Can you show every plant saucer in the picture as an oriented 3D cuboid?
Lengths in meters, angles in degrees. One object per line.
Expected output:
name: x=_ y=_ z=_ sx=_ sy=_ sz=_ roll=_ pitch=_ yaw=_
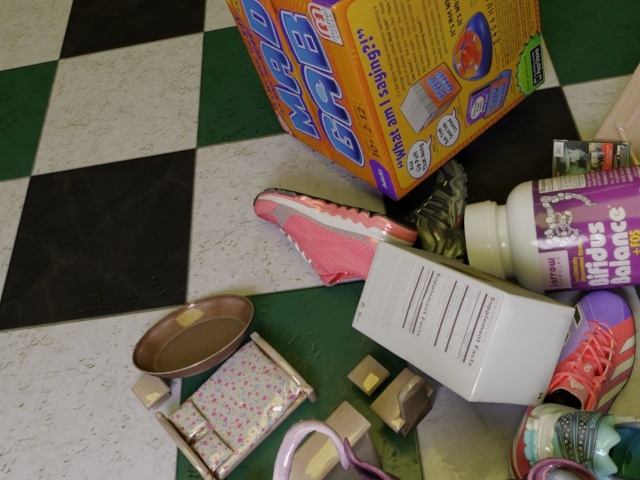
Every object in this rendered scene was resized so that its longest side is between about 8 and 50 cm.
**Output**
plant saucer: x=-0.189 y=0.152 z=1.026 sx=0.198 sy=0.036 sz=0.199 roll=-18 pitch=23 yaw=8

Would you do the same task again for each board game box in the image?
board game box: x=0.103 y=-0.361 z=1.111 sx=0.356 sy=0.357 sz=0.356 roll=-38 pitch=45 yaw=-14

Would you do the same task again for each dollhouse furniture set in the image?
dollhouse furniture set: x=-0.074 y=0.195 z=0.930 sx=0.303 sy=0.174 sz=0.355 roll=-42 pitch=59 yaw=-17

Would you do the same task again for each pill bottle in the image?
pill bottle: x=0.368 y=-0.011 z=0.962 sx=0.301 sy=0.169 sz=0.169 roll=-8 pitch=55 yaw=21

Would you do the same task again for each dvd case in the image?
dvd case: x=0.428 y=-0.115 z=1.065 sx=0.119 sy=0.087 sz=0.013 roll=10 pitch=21 yaw=41

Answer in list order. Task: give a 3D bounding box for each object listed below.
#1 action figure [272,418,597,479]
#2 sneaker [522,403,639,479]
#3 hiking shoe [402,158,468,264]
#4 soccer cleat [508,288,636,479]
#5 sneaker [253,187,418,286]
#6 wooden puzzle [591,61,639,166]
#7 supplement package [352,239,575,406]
action figure: x=0.158 y=0.319 z=0.671 sx=0.275 sy=0.370 sz=0.248 roll=26 pitch=109 yaw=47
sneaker: x=0.373 y=0.253 z=0.760 sx=0.283 sy=0.122 sz=0.110 roll=12 pitch=77 yaw=-26
hiking shoe: x=0.181 y=-0.042 z=1.084 sx=0.114 sy=0.086 sz=0.227 roll=1 pitch=58 yaw=9
soccer cleat: x=0.342 y=0.185 z=0.879 sx=0.108 sy=0.116 sz=0.318 roll=24 pitch=65 yaw=25
sneaker: x=0.000 y=0.000 z=1.083 sx=0.313 sy=0.116 sz=0.136 roll=17 pitch=94 yaw=36
wooden puzzle: x=0.583 y=-0.154 z=0.945 sx=0.080 sy=0.348 sz=0.322 roll=-16 pitch=48 yaw=-37
supplement package: x=0.178 y=0.102 z=0.877 sx=0.244 sy=0.139 sz=0.134 roll=25 pitch=100 yaw=55
